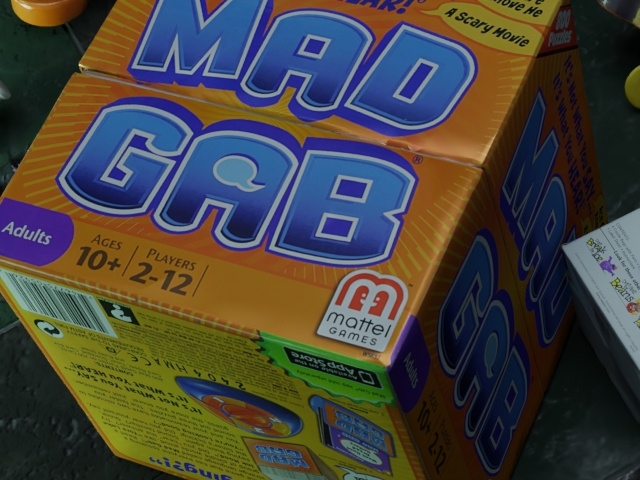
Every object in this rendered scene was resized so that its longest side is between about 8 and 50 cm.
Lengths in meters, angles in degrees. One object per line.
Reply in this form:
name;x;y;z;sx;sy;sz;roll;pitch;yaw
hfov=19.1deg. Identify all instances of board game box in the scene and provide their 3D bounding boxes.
board game box;0.363;0.030;1.598;0.275;0.142;0.144;-26;55;-2
board game box;0.000;0.000;1.581;0.356;0.356;0.356;15;62;23

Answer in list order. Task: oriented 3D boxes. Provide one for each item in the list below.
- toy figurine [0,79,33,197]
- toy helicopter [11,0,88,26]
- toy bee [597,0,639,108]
toy figurine;-0.384;-0.104;1.843;0.148;0.213;0.209;-42;53;6
toy helicopter;-0.178;-0.365;2.027;0.355;0.140;0.235;-5;47;-1
toy bee;0.315;-0.214;1.760;0.162;0.195;0.298;-1;18;-27
